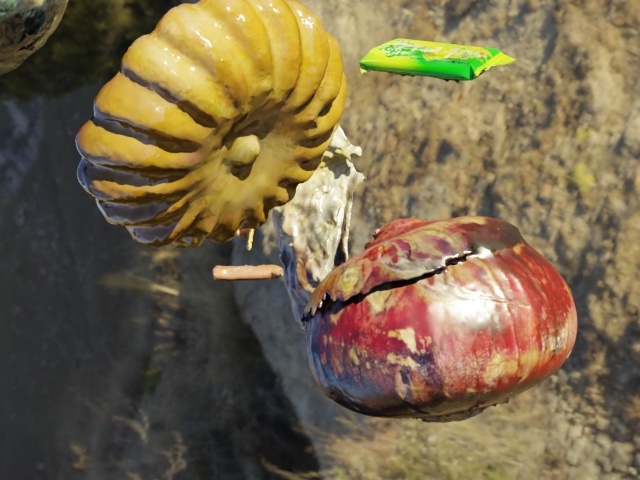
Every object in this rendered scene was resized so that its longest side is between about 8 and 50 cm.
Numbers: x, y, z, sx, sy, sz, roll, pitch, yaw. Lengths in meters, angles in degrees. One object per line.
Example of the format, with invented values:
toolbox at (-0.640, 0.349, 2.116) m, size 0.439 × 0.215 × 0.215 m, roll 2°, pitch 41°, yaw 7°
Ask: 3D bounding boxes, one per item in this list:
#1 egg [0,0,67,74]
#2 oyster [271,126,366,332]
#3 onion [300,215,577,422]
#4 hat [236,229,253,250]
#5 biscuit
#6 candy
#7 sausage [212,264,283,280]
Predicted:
egg at (-0.517, -0.394, 1.395) m, size 0.428 × 0.345 × 0.345 m, roll 81°, pitch -158°, yaw -75°
oyster at (-0.010, 0.001, 1.394) m, size 0.275 × 0.100 × 0.271 m, roll 128°, pitch 131°, yaw -57°
onion at (0.102, 0.070, 0.937) m, size 0.246 × 0.246 × 0.190 m, roll -30°, pitch 74°, yaw 58°
hat at (-0.208, -0.119, 1.725) m, size 0.233 × 0.233 × 0.244 m, roll 116°, pitch 165°, yaw -80°
biscuit at (-0.103, -0.115, 1.134) m, size 0.107 × 0.326 × 0.325 m, roll 50°, pitch 122°, yaw 32°
candy at (0.147, -0.230, 1.323) m, size 0.102 × 0.178 × 0.032 m, roll -38°, pitch -48°, yaw -50°
sausage at (-0.157, 0.071, 2.266) m, size 0.042 × 0.158 × 0.036 m, roll -87°, pitch -5°, yaw -65°
